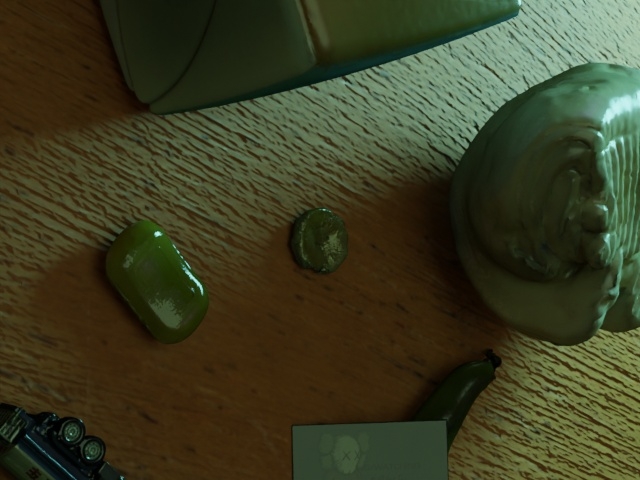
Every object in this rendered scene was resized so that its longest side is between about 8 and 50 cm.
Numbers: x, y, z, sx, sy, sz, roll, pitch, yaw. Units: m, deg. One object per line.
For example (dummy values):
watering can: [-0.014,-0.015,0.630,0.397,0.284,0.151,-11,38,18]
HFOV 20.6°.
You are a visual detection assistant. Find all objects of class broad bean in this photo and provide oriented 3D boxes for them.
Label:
broad bean: [0.139,0.236,2.130,0.325,0.067,0.075,-51,136,-26]

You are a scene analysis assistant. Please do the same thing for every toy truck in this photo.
toy truck: [-0.258,0.242,1.815,0.201,0.074,0.088,47,65,-25]

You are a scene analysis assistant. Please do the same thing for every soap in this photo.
soap: [-0.178,0.046,1.912,0.089,0.045,0.140,-48,115,-28]

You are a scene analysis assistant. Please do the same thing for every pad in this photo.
pad: [0.060,0.276,2.056,0.190,0.004,0.127,-1,85,-14]

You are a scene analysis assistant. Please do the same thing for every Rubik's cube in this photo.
Rubik's cube: [-0.027,-0.344,1.874,0.352,0.352,0.347,-21,99,-35]

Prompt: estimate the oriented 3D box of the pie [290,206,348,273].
pie: [0.000,0.000,2.073,0.084,0.020,0.084,3,86,-40]

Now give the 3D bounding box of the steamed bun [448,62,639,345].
steamed bun: [0.295,-0.046,2.177,0.352,0.247,0.339,-30,122,-53]
